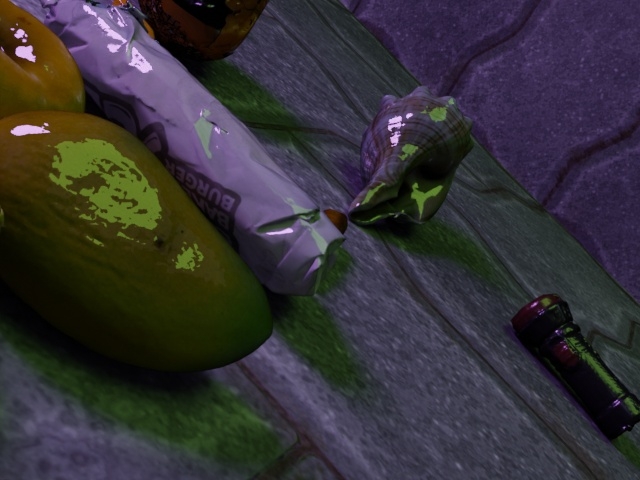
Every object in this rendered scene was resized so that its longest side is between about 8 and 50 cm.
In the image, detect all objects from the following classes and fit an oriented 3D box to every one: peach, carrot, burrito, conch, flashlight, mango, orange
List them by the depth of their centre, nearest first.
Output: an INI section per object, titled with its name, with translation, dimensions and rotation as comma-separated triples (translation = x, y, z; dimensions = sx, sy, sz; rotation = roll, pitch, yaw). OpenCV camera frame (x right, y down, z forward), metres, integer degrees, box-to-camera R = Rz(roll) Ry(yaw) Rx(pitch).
[mango]
translation = -0.136, 0.010, 0.557
dimensions = 0.237, 0.091, 0.137
rotation = 48, 53, -11
[peach]
translation = -0.264, -0.127, 0.611
dimensions = 0.179, 0.103, 0.179
rotation = 35, 17, -13
[burrito]
translation = -0.140, -0.117, 0.828
dimensions = 0.445, 0.101, 0.139
rotation = 46, 11, 13
[carrot]
translation = 0.000, 0.000, 0.951
dimensions = 0.042, 0.042, 0.170
rotation = 41, 23, -4
[orange]
translation = -0.150, -0.369, 1.148
dimensions = 0.182, 0.234, 0.234
rotation = 26, 20, 1
[flashlight]
translation = 0.390, 0.189, 1.234
dimensions = 0.232, 0.093, 0.093
rotation = 55, 23, 23
[conch]
translation = 0.130, -0.120, 1.302
dimensions = 0.386, 0.170, 0.203
rotation = -42, 114, -32

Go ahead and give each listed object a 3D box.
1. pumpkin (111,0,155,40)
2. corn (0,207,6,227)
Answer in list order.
[pumpkin]
translation = -0.232, -0.236, 0.946
dimensions = 0.101, 0.073, 0.035
rotation = 49, 16, 26
[corn]
translation = -0.278, -0.067, 0.471
dimensions = 0.244, 0.093, 0.093
rotation = 44, 19, 19
